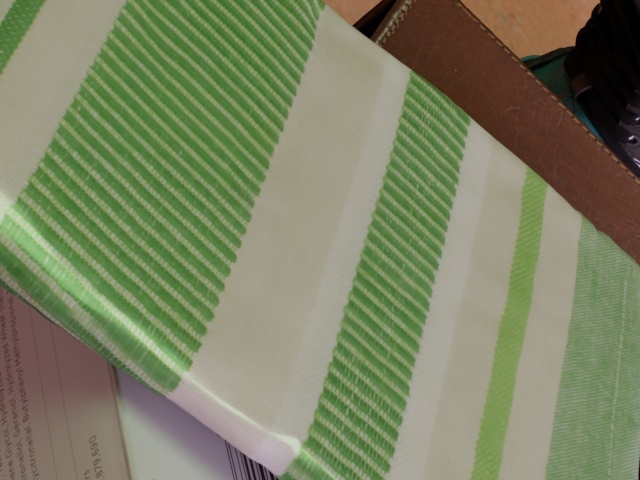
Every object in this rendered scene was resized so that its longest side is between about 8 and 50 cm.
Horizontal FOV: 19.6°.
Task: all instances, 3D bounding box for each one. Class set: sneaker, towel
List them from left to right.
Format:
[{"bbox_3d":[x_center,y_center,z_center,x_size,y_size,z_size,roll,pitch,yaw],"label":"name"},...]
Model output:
[{"bbox_3d":[0.000,0.000,0.714,0.325,0.038,0.248,38,38,-17],"label":"towel"},{"bbox_3d":[0.163,-0.089,1.048,0.295,0.178,0.124,44,32,-57],"label":"sneaker"}]

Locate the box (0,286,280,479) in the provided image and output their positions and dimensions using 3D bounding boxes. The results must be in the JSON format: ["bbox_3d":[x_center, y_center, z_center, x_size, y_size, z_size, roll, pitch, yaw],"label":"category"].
[{"bbox_3d":[-0.056,0.106,0.711,0.181,0.119,0.182,32,29,-39],"label":"box"}]

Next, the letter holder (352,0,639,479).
[{"bbox_3d":[0.074,0.063,0.888,0.302,0.152,0.214,43,44,-11],"label":"letter holder"}]
